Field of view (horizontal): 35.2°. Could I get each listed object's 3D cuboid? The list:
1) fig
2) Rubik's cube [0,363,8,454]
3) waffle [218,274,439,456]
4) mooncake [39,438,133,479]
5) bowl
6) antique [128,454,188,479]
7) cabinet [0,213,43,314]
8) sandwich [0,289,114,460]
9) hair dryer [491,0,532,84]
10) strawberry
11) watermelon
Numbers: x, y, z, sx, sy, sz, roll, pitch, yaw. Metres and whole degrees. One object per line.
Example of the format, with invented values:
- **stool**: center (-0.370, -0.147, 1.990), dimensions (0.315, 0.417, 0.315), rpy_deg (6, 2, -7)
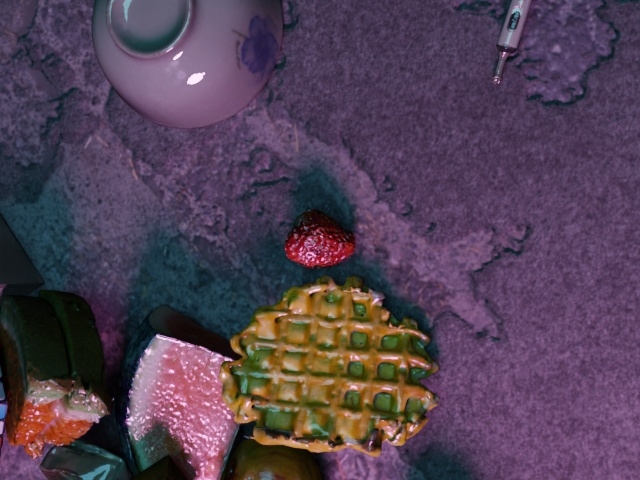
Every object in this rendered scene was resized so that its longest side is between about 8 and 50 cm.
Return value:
- **fig**: center (-0.016, 0.363, 1.376), dimensions (0.259, 0.151, 0.151), rpy_deg (31, 97, -18)
- **Rubik's cube**: center (-0.528, 0.219, 1.410), dimensions (0.155, 0.151, 0.154), rpy_deg (63, 144, 39)
- **waffle**: center (0.016, 0.173, 1.334), dimensions (0.280, 0.060, 0.262), rpy_deg (-36, 71, -20)
- **mooncake**: center (-0.326, 0.344, 1.438), dimensions (0.129, 0.125, 0.073), rpy_deg (17, 59, 21)
- **bowl**: center (-0.209, -0.307, 1.416), dimensions (0.289, 0.146, 0.290), rpy_deg (0, 89, 15)
- **antique**: center (-0.268, 0.382, 1.325), dimensions (0.220, 0.081, 0.080), rpy_deg (-33, 103, 5)
- **cabinet**: center (-0.559, 0.064, 1.500), dimensions (0.206, 0.145, 0.150), rpy_deg (-37, 80, 11)
- **sandwich**: center (-0.385, 0.177, 1.400), dimensions (0.212, 0.109, 0.292), rpy_deg (-57, 37, 32)
- **hair dryer**: center (0.259, -0.298, 1.325), dimensions (0.057, 0.100, 0.198), rpy_deg (19, 108, 15)
- **strawberry**: center (0.000, 0.000, 1.387), dimensions (0.096, 0.083, 0.083), rpy_deg (4, 89, 9)
- **watermelon**: center (-0.183, 0.242, 1.400), dimensions (0.226, 0.148, 0.319), rpy_deg (-14, 86, 7)
